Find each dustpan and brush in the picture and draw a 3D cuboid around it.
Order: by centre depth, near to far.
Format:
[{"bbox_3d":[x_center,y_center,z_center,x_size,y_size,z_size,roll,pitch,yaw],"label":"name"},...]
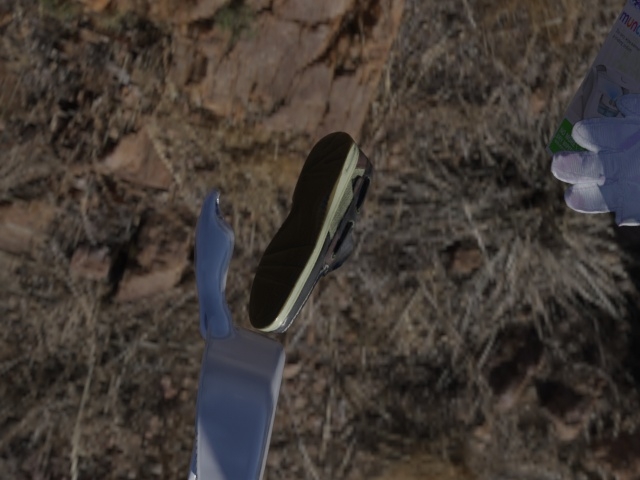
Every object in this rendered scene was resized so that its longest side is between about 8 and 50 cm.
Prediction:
[{"bbox_3d":[-0.052,0.073,0.759,0.060,0.147,0.211,11,111,1],"label":"dustpan and brush"}]

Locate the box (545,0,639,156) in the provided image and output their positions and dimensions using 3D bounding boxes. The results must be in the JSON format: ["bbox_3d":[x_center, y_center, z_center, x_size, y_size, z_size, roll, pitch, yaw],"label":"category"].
[{"bbox_3d":[0.426,-0.138,1.492,0.262,0.127,0.231,17,114,-24],"label":"box"}]

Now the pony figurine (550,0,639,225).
[{"bbox_3d":[0.376,-0.189,1.142,0.351,0.363,0.303,-1,112,16],"label":"pony figurine"}]

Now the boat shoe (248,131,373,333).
[{"bbox_3d":[0.000,-0.001,1.372,0.073,0.224,0.080,33,160,-34],"label":"boat shoe"}]
